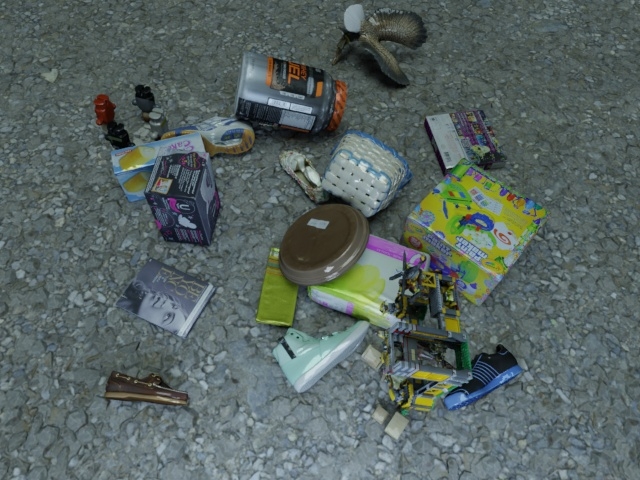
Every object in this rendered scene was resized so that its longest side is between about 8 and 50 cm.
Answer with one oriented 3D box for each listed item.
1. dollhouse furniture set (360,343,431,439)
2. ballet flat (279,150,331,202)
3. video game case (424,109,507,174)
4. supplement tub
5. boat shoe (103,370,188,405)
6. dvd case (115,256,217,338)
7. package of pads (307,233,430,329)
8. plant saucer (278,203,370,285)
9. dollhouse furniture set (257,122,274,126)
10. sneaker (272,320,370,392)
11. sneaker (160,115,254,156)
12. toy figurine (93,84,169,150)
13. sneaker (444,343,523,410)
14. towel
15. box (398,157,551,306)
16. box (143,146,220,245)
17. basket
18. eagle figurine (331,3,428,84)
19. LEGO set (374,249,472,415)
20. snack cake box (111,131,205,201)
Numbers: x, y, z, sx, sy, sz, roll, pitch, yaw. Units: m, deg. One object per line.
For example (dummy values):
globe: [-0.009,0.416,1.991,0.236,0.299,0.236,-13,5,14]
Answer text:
dollhouse furniture set: [0.154,0.359,1.221,0.181,0.101,0.161,33,64,17]
ballet flat: [-0.047,-0.218,1.571,0.091,0.077,0.241,-34,66,-19]
video game case: [0.480,-0.331,1.675,0.210,0.042,0.232,-9,60,-7]
supplement tub: [-0.099,-0.467,1.619,0.337,0.207,0.207,8,58,-15]
boat shoe: [-0.421,0.358,1.220,0.206,0.073,0.073,7,61,2]
dvd case: [-0.421,0.154,1.373,0.221,0.018,0.165,23,61,11]
package of pads: [0.132,0.103,1.372,0.296,0.101,0.229,19,60,10]
plant saucer: [0.000,0.000,1.368,0.277,0.041,0.278,-19,44,19]
dollhouse furniture set: [-0.179,-0.454,1.738,0.076,0.058,0.152,2,78,-9]
sneaker: [-0.002,0.251,1.286,0.255,0.094,0.151,-34,62,-21]
sneaker: [-0.365,-0.339,1.632,0.296,0.112,0.131,-5,44,-9]
toy figurine: [-0.601,-0.375,1.614,0.209,0.148,0.213,-26,61,-22]
sneaker: [0.393,0.341,1.258,0.232,0.081,0.090,-20,59,-21]
towel: [-0.110,0.124,1.385,0.102,0.021,0.237,6,53,3]
box: [0.425,-0.028,1.416,0.290,0.177,0.279,38,65,18]
box: [-0.373,-0.118,1.402,0.142,0.247,0.164,7,60,1]
basket: [0.137,-0.217,1.510,0.254,0.201,0.289,34,41,6]
eagle figurine: [0.218,-0.723,1.818,0.298,0.226,0.225,24,41,17]
LEGO set: [0.183,0.206,1.109,0.192,0.255,0.332,13,63,-15]
snack cake box: [-0.472,-0.221,1.516,0.264,0.152,0.089,-16,62,-10]
